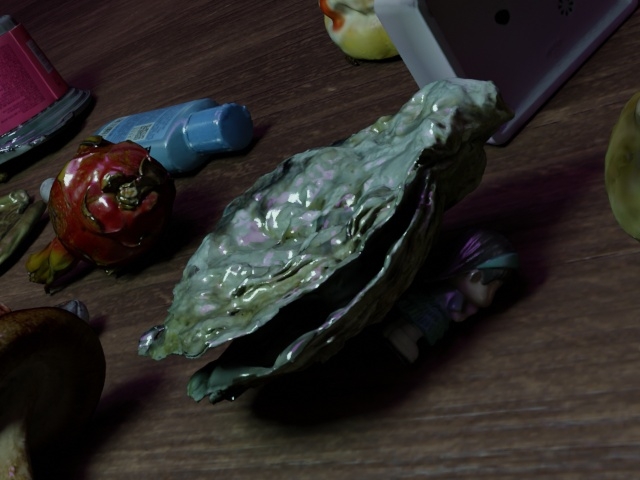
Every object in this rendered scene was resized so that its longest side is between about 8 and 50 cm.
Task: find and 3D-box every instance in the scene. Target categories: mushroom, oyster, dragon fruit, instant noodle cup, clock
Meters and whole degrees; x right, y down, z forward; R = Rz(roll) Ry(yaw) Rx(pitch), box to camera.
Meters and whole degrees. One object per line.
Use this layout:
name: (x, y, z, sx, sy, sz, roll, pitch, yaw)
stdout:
mushroom: (-0.218, 0.175, 0.648, 0.227, 0.148, 0.217, -48, 48, -3)
oyster: (0.000, 0.000, 0.619, 0.268, 0.112, 0.198, -42, 10, -22)
dragon fruit: (-0.236, -0.016, 0.941, 0.246, 0.125, 0.125, -40, -8, 34)
instant noodle cup: (-0.519, -0.240, 1.457, 0.302, 0.181, 0.258, -5, 32, 44)
clock: (0.153, -0.194, 0.742, 0.197, 0.150, 0.063, -45, 29, -16)

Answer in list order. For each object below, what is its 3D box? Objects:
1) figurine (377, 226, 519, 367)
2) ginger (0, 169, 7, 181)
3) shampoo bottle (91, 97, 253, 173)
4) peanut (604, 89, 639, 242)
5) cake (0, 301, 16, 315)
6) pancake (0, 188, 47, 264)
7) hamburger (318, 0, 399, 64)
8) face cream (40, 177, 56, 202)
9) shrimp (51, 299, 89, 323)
figurine: (0.083, 0.034, 0.594, 0.106, 0.047, 0.060, -44, -7, 0)
ginger: (-0.519, -0.098, 1.440, 0.048, 0.030, 0.097, -25, 27, -24)
shampoo bottle: (-0.179, -0.116, 1.071, 0.258, 0.061, 0.104, -3, 42, 45)
peanut: (0.235, -0.046, 0.485, 0.159, 0.109, 0.140, 2, 56, 32)
cake: (-0.360, 0.163, 0.820, 0.158, 0.159, 0.262, 138, 133, -57)
pancake: (-0.451, 0.009, 1.207, 0.212, 0.029, 0.235, -47, 30, -21)
hamburger: (0.087, -0.324, 0.972, 0.261, 0.186, 0.302, -24, 33, 21)
face cream: (-0.320, -0.052, 1.153, 0.034, 0.034, 0.130, -44, 29, -14)
shrimp: (-0.251, 0.114, 0.813, 0.065, 0.056, 0.165, -18, 36, 17)
